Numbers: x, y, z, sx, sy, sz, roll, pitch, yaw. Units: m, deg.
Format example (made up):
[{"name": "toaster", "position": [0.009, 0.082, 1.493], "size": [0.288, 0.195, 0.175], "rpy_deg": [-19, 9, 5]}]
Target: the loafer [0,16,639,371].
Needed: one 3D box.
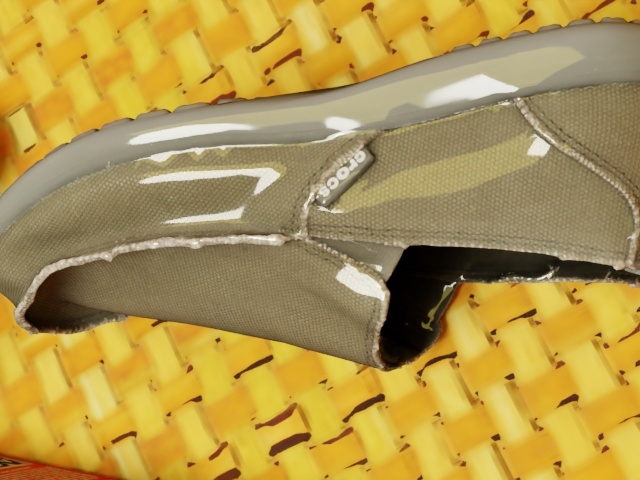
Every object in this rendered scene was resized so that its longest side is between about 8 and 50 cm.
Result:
[{"name": "loafer", "position": [0.000, 0.000, 0.459], "size": [0.251, 0.094, 0.087], "rpy_deg": [-14, 77, 21]}]

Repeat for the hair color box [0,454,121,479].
[{"name": "hair color box", "position": [-0.070, 0.136, 0.502], "size": [0.167, 0.053, 0.093], "rpy_deg": [7, 90, 24]}]
